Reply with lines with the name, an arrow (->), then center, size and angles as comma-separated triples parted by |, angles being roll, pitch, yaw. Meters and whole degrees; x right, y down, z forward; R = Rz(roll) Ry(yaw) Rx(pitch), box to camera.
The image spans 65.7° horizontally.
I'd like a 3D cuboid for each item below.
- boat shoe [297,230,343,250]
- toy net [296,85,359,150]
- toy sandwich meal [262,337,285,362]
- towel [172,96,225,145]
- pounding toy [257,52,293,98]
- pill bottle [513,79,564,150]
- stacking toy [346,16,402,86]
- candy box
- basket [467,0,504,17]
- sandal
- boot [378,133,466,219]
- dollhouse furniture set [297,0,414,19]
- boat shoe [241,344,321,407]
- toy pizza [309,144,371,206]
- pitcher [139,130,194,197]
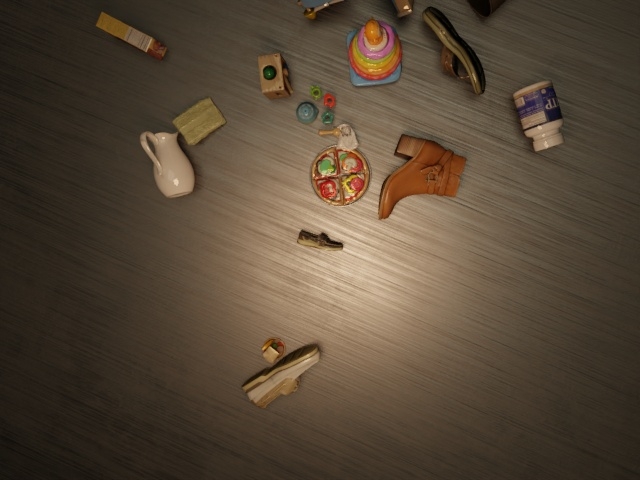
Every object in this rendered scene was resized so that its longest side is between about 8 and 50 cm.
boat shoe -> 0.000, 0.000, 1.600 | 0.152, 0.056, 0.049 | 10, 101, 6
toy net -> 0.036, -0.378, 1.570 | 0.232, 0.045, 0.122 | 38, 96, 0
toy sandwich meal -> -0.159, 0.368, 1.664 | 0.085, 0.029, 0.086 | 1, 95, 6
towel -> -0.394, -0.388, 1.607 | 0.148, 0.027, 0.110 | -37, 89, -7
pounding toy -> -0.130, -0.499, 1.526 | 0.100, 0.141, 0.130 | -6, 95, 7
pill bottle -> 0.651, -0.366, 1.465 | 0.112, 0.112, 0.187 | -19, 93, 8
stacking toy -> 0.154, -0.561, 1.408 | 0.165, 0.302, 0.175 | -6, 94, 7
candy box -> -0.600, -0.649, 1.582 | 0.186, 0.109, 0.053 | 29, 98, 2
basket -> 0.528, -0.795, 1.425 | 0.227, 0.154, 0.204 | -33, 92, 5
sandal -> 0.397, -0.561, 1.491 | 0.086, 0.120, 0.303 | -38, 88, 36
boot -> 0.309, -0.169, 1.538 | 0.220, 0.109, 0.283 | 20, 90, 0
dollhouse furniture set -> 0.110, -0.790, 1.507 | 0.303, 0.198, 0.286 | -9, 53, 30
boat shoe -> -0.113, 0.448, 1.632 | 0.302, 0.113, 0.103 | -32, 92, 19
toy pizza -> 0.062, -0.207, 1.586 | 0.201, 0.032, 0.201 | 1, 95, 7
pitcher -> -0.490, -0.243, 1.572 | 0.125, 0.178, 0.207 | -14, 93, 22
